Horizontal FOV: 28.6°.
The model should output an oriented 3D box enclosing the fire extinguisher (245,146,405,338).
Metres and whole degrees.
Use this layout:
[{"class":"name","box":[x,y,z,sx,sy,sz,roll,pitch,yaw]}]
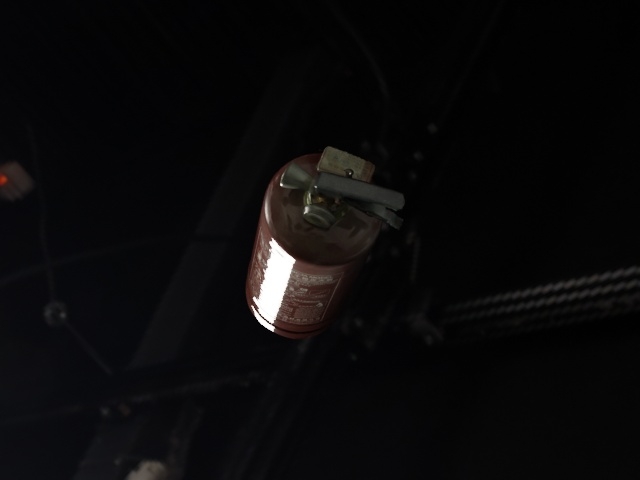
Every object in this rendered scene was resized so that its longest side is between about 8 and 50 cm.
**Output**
[{"class":"fire extinguisher","box":[0.000,0.000,1.003,0.105,0.105,0.269,-51,173,-21]}]
